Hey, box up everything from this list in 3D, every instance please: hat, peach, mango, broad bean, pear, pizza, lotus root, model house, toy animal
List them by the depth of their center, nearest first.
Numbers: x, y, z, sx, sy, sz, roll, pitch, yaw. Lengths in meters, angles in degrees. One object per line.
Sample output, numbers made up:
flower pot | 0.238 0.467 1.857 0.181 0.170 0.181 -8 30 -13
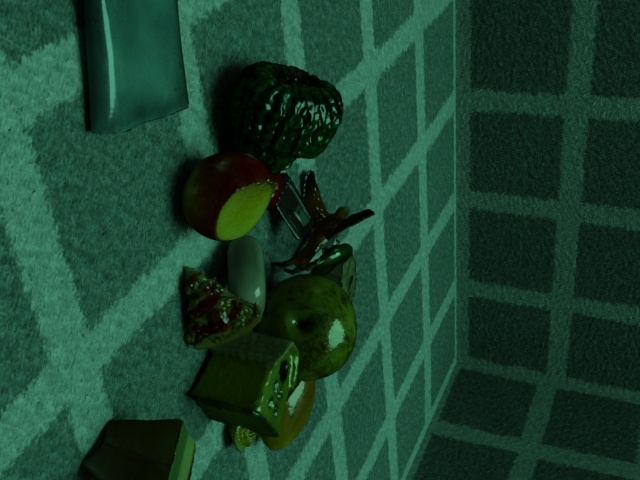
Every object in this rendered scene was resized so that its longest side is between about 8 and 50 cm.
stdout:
peach | -0.189 -0.090 1.748 0.190 0.192 0.190 -7 99 -56
pizza | -0.240 0.142 1.807 0.199 0.188 0.062 56 15 -16
hat | -0.114 -0.228 1.900 0.274 0.242 0.332 2 121 -46
model house | -0.166 0.309 1.949 0.175 0.193 0.234 56 47 -55
pear | -0.034 0.222 2.139 0.283 0.283 0.283 9 90 -68
broad bean | 0.021 0.052 2.225 0.049 0.144 0.292 62 1 6
mango | -0.093 0.443 2.261 0.154 0.126 0.252 36 65 -52
toy animal | 0.005 0.004 2.340 0.284 0.225 0.302 -56 164 -9
lotus root | 0.059 0.146 2.586 0.170 0.074 0.260 -46 140 -58

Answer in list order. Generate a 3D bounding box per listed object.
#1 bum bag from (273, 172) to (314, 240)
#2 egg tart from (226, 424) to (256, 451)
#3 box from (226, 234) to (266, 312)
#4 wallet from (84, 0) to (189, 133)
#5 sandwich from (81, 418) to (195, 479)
bum bag | -0.077 -0.086 2.155 0.159 0.026 0.109 59 38 -18
egg tart | -0.196 0.464 2.116 0.130 0.052 0.130 11 90 -68
box | -0.170 0.085 1.916 0.146 0.088 0.200 93 -8 -51
wallet | -0.324 -0.338 1.509 0.290 0.054 0.251 -42 137 -59
sandwich | -0.348 0.454 1.572 0.108 0.186 0.220 74 16 -45
